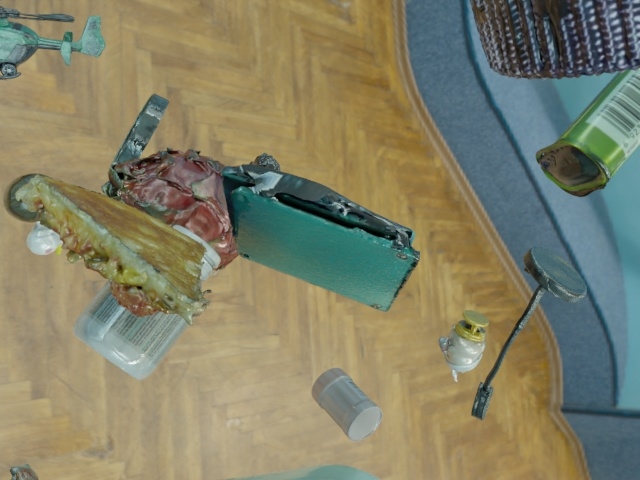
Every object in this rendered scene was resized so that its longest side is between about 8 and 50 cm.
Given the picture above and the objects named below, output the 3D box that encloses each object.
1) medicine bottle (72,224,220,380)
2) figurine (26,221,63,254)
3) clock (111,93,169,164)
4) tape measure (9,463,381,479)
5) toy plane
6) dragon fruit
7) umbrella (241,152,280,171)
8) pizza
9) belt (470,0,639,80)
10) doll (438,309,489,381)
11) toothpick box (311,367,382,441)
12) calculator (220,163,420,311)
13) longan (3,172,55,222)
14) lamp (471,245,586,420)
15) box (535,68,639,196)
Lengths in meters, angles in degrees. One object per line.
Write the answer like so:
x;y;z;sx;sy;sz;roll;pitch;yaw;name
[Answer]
-0.249;0.086;0.988;0.135;0.135;0.215;47;69;-32;medicine bottle
-0.612;-0.036;1.496;0.129;0.109;0.178;-89;173;-58;figurine
-0.424;-0.245;1.551;0.042;0.215;0.214;30;62;-20;clock
-0.059;0.237;0.366;0.125;0.243;0.246;1;80;-77;tape measure
-0.687;-0.451;1.501;0.382;0.106;0.155;2;123;-17;toy plane
-0.270;-0.057;1.270;0.299;0.244;0.244;27;64;-21;dragon fruit
-0.192;-0.175;1.854;0.094;0.326;0.090;-4;86;-24;umbrella
-0.169;0.018;0.590;0.201;0.193;0.053;29;99;-37;pizza
0.253;-0.189;0.418;0.260;0.325;0.122;-46;122;-49;belt
0.233;0.181;1.125;0.084;0.073;0.127;6;115;-22;doll
0.059;0.374;1.522;0.098;0.149;0.098;-20;128;-27;toothpick box
0.000;0.000;0.934;0.248;0.274;0.058;94;18;-66;calculator
-0.546;-0.082;1.267;0.113;0.113;0.092;-29;109;-45;longan
0.351;0.189;1.138;0.130;0.109;0.371;-41;146;-58;lamp
0.455;-0.217;0.937;0.097;0.134;0.345;42;82;7;box
